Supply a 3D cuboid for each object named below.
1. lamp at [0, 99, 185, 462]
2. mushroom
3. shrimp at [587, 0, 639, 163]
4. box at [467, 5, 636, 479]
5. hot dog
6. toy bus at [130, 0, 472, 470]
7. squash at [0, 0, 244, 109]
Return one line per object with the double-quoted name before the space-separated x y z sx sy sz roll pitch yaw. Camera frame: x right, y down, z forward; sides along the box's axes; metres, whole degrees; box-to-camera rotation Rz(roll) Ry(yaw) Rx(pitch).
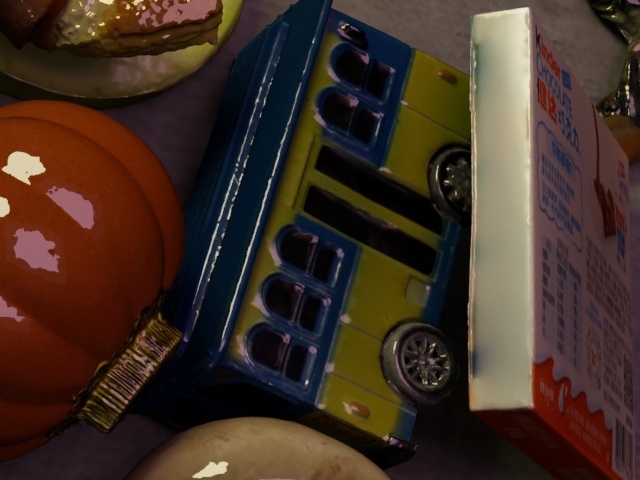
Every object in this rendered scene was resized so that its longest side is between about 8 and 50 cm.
"lamp" -0.175 0.023 1.051 0.196 0.223 0.223 38 58 -1
"mushroom" -0.034 0.207 1.061 0.204 0.204 0.204 10 67 -25
"shrimp" 0.193 -0.176 1.428 0.198 0.051 0.262 -30 91 -33
"box" 0.158 0.019 1.239 0.273 0.048 0.265 41 48 -59
"hot dog" -0.176 -0.185 1.155 0.261 0.093 0.123 39 70 6
"toy bus" 0.000 0.000 1.203 0.175 0.138 0.288 27 61 -20
"squash" -0.172 -0.202 1.242 0.252 0.049 0.252 9 70 -26
